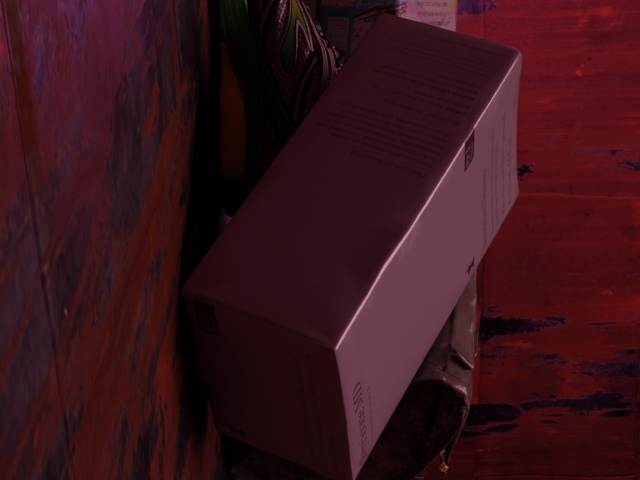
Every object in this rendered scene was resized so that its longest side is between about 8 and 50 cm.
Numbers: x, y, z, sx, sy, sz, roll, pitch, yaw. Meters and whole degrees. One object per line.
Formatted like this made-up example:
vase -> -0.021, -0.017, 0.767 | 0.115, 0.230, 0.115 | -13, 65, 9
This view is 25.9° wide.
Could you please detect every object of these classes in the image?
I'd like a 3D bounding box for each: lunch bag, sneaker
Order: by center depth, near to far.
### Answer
sneaker -> -0.035, -0.196, 1.438 | 0.134, 0.146, 0.343 | 47, 41, -86
lunch bag -> 0.064, 0.129, 1.454 | 0.287, 0.169, 0.235 | -36, -151, 36

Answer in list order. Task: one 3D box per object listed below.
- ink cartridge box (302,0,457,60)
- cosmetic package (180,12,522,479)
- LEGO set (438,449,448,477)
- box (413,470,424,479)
ink cartridge box -> 0.033, -0.245, 1.574 | 0.198, 0.197, 0.270 | -17, 113, -64
cosmetic package -> 0.042, -0.001, 1.273 | 0.385, 0.156, 0.217 | -59, 155, -32
LEGO set -> 0.057, 0.312, 1.779 | 0.192, 0.255, 0.331 | 18, -84, 64
box -> 0.047, 0.379, 1.986 | 0.163, 0.142, 0.247 | 21, -73, 62
